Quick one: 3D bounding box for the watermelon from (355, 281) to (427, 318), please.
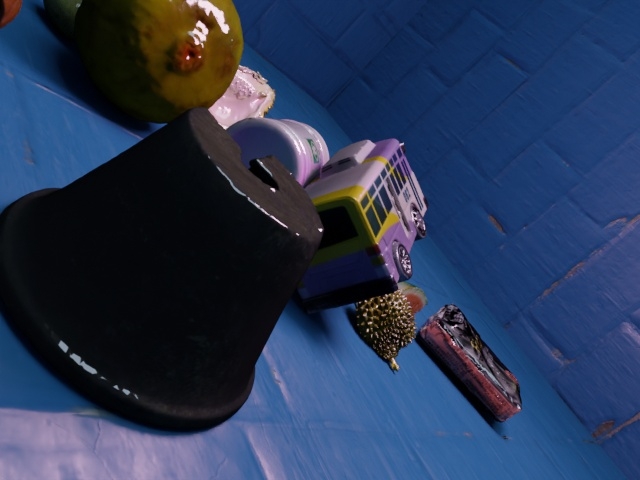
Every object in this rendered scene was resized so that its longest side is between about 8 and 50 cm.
[{"bbox_3d":[0.157,0.138,1.486,0.146,0.128,0.231,35,8,39],"label":"watermelon"}]

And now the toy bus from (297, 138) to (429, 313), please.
[{"bbox_3d":[0.080,-0.057,1.254,0.249,0.209,0.440,64,28,-15],"label":"toy bus"}]

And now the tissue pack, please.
[{"bbox_3d":[0.425,0.335,1.625,0.332,0.123,0.245,48,13,10],"label":"tissue pack"}]

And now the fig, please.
[{"bbox_3d":[-0.333,-0.417,1.173,0.343,0.343,0.343,42,16,-15],"label":"fig"}]

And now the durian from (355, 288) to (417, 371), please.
[{"bbox_3d":[0.152,0.190,1.294,0.147,0.102,0.208,8,63,-28],"label":"durian"}]

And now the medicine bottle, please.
[{"bbox_3d":[-0.107,-0.184,1.375,0.212,0.212,0.325,46,14,0],"label":"medicine bottle"}]

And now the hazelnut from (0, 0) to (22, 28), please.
[{"bbox_3d":[-0.542,-0.395,0.855,0.182,0.182,0.182,42,16,-15],"label":"hazelnut"}]

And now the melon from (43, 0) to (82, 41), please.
[{"bbox_3d":[-0.535,-0.492,1.242,0.162,0.099,0.099,56,18,23],"label":"melon"}]

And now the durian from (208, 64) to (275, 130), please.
[{"bbox_3d":[-0.269,-0.369,1.562,0.305,0.186,0.195,25,45,-44],"label":"durian"}]

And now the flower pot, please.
[{"bbox_3d":[-0.148,0.010,0.701,0.379,0.251,0.379,44,15,-15],"label":"flower pot"}]
